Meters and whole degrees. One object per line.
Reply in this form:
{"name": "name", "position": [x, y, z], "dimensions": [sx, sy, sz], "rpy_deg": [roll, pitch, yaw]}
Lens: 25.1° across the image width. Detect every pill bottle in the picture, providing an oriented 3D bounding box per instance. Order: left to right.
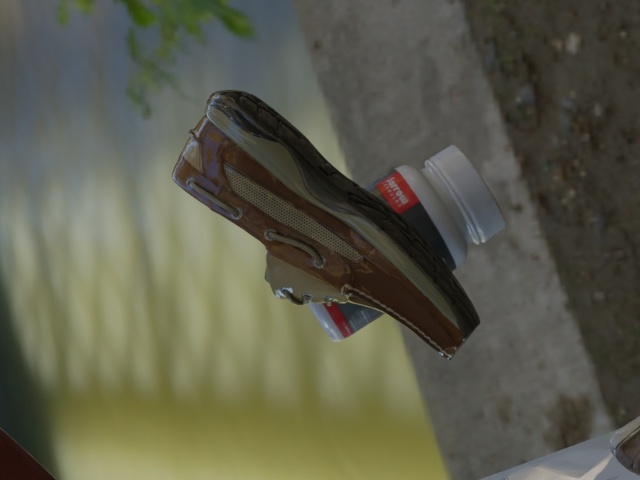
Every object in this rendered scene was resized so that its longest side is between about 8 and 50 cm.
{"name": "pill bottle", "position": [0.096, -0.001, 1.942], "dimensions": [0.161, 0.283, 0.161], "rpy_deg": [58, 179, 1]}

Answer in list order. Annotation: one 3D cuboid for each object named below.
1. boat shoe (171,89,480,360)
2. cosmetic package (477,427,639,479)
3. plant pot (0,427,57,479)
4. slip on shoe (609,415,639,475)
{"name": "boat shoe", "position": [0.000, 0.000, 1.319], "dimensions": [0.324, 0.122, 0.120], "rpy_deg": [42, 101, 10]}
{"name": "cosmetic package", "position": [0.275, 0.384, 1.724], "dimensions": [0.097, 0.284, 0.377], "rpy_deg": [42, 137, -17]}
{"name": "plant pot", "position": [-0.321, 0.292, 1.153], "dimensions": [0.267, 0.235, 0.267], "rpy_deg": [-64, -4, 7]}
{"name": "slip on shoe", "position": [0.328, 0.163, 1.311], "dimensions": [0.041, 0.135, 0.051], "rpy_deg": [53, 176, 48]}
